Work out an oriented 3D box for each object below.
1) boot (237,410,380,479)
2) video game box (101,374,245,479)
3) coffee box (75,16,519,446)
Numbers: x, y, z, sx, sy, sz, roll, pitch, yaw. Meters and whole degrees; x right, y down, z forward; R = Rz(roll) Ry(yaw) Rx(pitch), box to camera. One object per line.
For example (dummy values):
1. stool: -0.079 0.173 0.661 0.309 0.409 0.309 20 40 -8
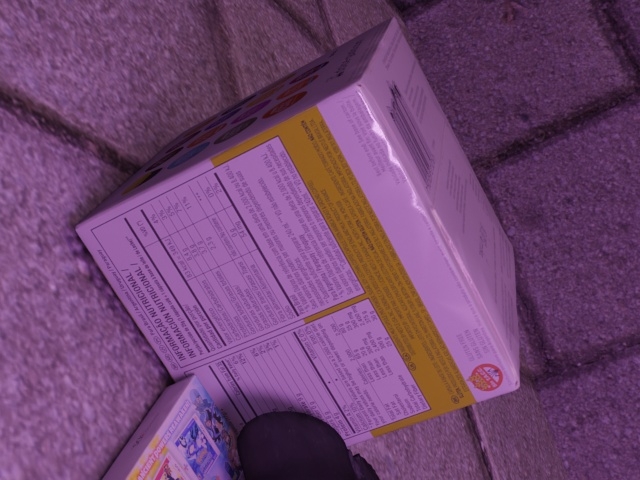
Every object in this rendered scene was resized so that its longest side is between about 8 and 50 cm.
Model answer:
1. boot: 0.007 0.315 0.672 0.445 0.146 0.367 -101 173 -46
2. video game box: -0.119 0.257 0.821 0.187 0.048 0.205 61 21 -14
3. coffee box: 0.000 0.000 0.988 0.338 0.334 0.338 60 21 -15
